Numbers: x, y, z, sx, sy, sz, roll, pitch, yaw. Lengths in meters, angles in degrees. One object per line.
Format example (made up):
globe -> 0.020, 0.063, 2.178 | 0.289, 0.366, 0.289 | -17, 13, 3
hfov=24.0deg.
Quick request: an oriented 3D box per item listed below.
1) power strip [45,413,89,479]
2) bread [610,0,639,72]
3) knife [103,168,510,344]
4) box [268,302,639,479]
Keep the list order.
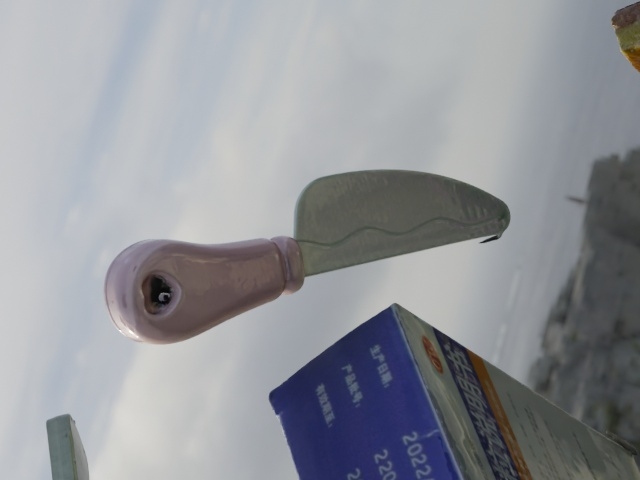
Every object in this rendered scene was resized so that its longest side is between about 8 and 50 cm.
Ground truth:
power strip -> -0.261, 0.275, 1.590 | 0.227, 0.029, 0.080 | -110, 5, -51
bread -> 0.222, -0.118, 0.835 | 0.090, 0.094, 0.035 | 24, -128, -52
knife -> -0.001, -0.003, 1.055 | 0.043, 0.336, 0.081 | -4, 100, 55
box -> 0.120, 0.190, 0.910 | 0.106, 0.299, 0.200 | -38, 46, 20
